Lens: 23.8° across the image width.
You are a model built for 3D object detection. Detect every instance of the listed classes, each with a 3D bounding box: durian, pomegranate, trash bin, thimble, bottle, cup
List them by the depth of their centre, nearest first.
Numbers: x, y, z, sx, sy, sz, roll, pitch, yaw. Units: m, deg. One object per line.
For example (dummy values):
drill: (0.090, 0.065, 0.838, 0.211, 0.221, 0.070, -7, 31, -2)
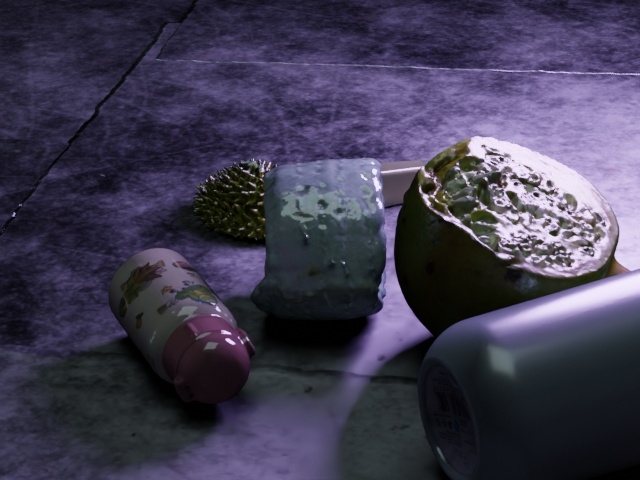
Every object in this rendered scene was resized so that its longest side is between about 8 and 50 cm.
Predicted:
cup: (0.272, 0.155, 1.626, 0.312, 0.205, 0.205, -14, 29, -19)
bottle: (-0.164, 0.109, 1.836, 0.120, 0.120, 0.253, -14, 30, -23)
pomegranate: (0.246, 0.048, 1.863, 0.358, 0.216, 0.310, 33, 31, 1)
thimble: (0.000, 0.000, 1.947, 0.172, 0.205, 0.250, -1, 31, 3)
durian: (-0.107, -0.071, 2.228, 0.137, 0.095, 0.221, -21, 26, -36)
trash bin: (0.114, -0.087, 2.281, 0.092, 0.061, 0.043, -9, 27, -18)
